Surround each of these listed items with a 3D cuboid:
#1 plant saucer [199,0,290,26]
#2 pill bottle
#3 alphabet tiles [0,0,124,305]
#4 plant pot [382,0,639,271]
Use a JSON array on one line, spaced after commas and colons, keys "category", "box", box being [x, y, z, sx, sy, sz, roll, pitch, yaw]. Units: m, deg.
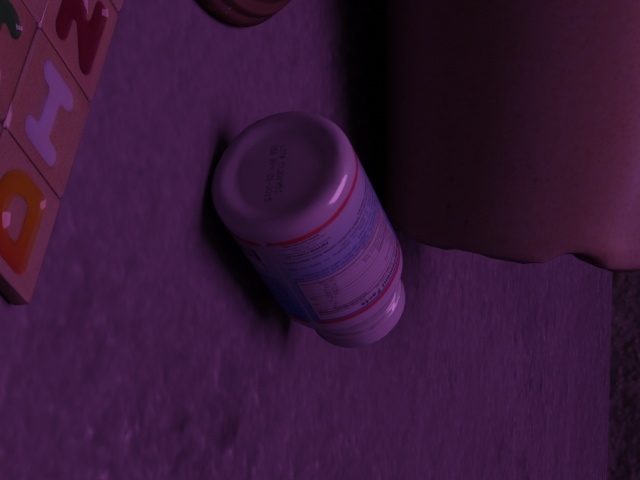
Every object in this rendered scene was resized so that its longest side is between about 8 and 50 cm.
[{"category": "plant saucer", "box": [-0.043, -0.268, 0.881, 0.278, 0.041, 0.278, -1, 90, -71]}, {"category": "pill bottle", "box": [0.000, 0.000, 0.901, 0.160, 0.087, 0.087, 60, 34, -53]}, {"category": "alphabet tiles", "box": [-0.155, -0.143, 0.597, 0.285, 0.011, 0.342, 62, 32, -51]}, {"category": "plant pot", "box": [0.175, -0.143, 1.133, 0.334, 0.334, 0.305, -14, 113, -70]}]
